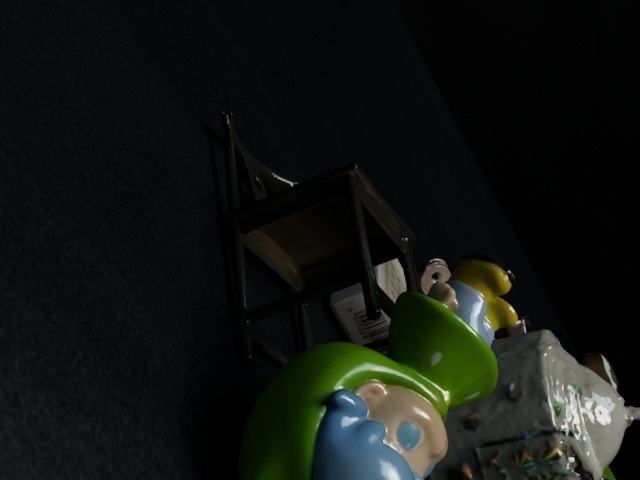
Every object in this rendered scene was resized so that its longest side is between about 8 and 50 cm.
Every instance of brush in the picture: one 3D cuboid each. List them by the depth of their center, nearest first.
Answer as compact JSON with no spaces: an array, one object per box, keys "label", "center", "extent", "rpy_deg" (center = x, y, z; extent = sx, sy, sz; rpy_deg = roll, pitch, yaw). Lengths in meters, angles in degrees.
[{"label":"brush","center":[0.225,0.140,1.513],"extent":[0.313,0.072,0.067],"rpy_deg":[55,-5,-31]}]

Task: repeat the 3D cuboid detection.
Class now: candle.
[{"label":"candle","center":[0.191,0.181,0.893],"extent":[0.187,0.330,0.187],"rpy_deg":[-16,90,-70]}]

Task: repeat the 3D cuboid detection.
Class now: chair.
[{"label":"chair","center":[0.000,0.000,0.861],"extent":[0.154,0.141,0.260],"rpy_deg":[46,29,-52]}]

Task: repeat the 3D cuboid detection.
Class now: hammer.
[{"label":"hammer","center":[0.371,0.229,1.525],"extent":[0.409,0.095,0.242],"rpy_deg":[110,-35,-77]}]

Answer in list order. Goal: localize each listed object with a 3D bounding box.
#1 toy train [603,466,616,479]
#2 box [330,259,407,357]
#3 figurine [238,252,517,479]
[{"label":"toy train","center":[0.442,0.471,1.553],"extent":[0.249,0.173,0.307],"rpy_deg":[65,16,14]},{"label":"box","center":[0.091,0.117,1.100],"extent":[0.233,0.067,0.149],"rpy_deg":[60,18,-23]},{"label":"figurine","center":[0.047,0.125,0.686],"extent":[0.143,0.263,0.162],"rpy_deg":[30,-23,32]}]
